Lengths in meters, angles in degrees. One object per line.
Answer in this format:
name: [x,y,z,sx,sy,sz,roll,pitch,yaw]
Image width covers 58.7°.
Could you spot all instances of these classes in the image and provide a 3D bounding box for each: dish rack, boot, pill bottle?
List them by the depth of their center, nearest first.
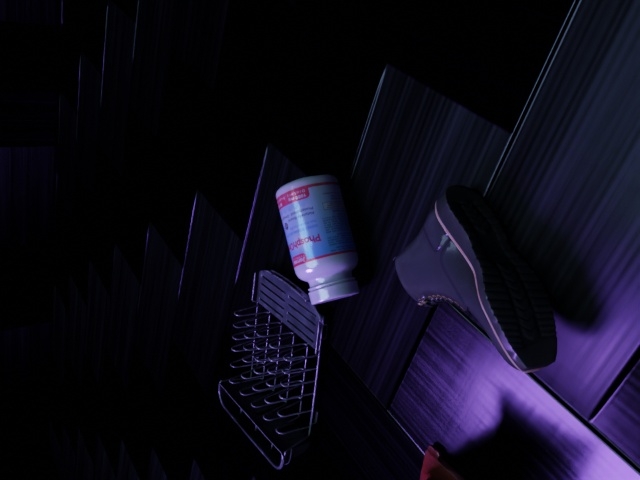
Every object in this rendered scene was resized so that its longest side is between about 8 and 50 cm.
boot: [0.150,0.061,0.593,0.137,0.077,0.197,-56,40,47]
pill bottle: [0.000,0.000,0.756,0.087,0.087,0.160,-26,76,52]
dish rack: [-0.078,0.191,0.908,0.208,0.074,0.271,29,119,46]

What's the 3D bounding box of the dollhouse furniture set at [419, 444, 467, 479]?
dollhouse furniture set: [0.154,0.390,0.533,0.374,0.201,0.152,31,120,47]
